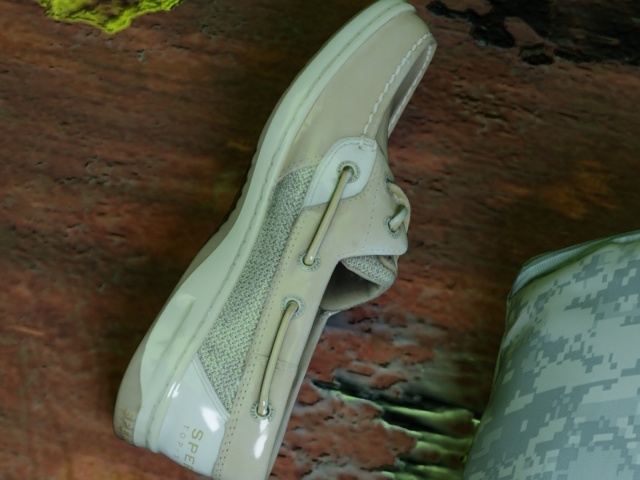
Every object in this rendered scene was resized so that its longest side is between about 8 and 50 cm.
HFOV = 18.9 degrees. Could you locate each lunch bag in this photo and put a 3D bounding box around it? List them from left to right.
[{"bbox_3d":[0.197,0.147,1.032,0.256,0.212,0.305,2,52,21],"label":"lunch bag"}]

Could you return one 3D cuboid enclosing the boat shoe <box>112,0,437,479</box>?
[{"bbox_3d":[0.000,0.000,1.184,0.110,0.122,0.341,26,68,11],"label":"boat shoe"}]
